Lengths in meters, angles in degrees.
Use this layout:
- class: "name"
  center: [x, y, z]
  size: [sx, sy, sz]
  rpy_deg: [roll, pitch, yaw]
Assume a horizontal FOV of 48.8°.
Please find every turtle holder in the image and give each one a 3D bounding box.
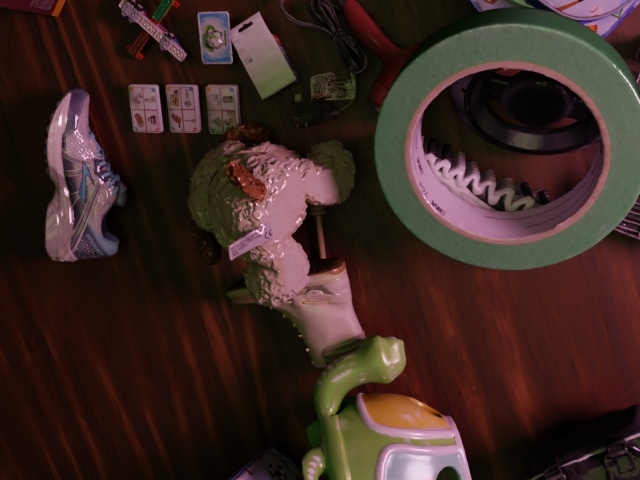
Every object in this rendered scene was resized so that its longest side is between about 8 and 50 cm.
- class: "turtle holder"
  center: [0.096, 0.323, 1.064]
  size: [0.227, 0.243, 0.320]
  rpy_deg: [-13, 67, 2]

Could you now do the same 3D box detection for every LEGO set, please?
- class: "LEGO set"
  center: [-0.215, -0.291, 1.093]
  size: [0.182, 0.060, 0.244]
  rpy_deg: [3, 113, 12]

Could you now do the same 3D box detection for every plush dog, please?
- class: "plush dog"
  center: [-0.112, -0.063, 1.020]
  size: [0.225, 0.210, 0.262]
  rpy_deg: [18, 81, 48]

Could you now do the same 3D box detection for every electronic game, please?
- class: "electronic game"
  center: [0.286, -0.189, 0.925]
  size: [0.229, 0.229, 0.048]
  rpy_deg: [13, 60, 10]

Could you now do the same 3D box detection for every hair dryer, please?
- class: "hair dryer"
  center: [0.086, -0.274, 0.998]
  size: [0.293, 0.080, 0.224]
  rpy_deg: [-1, 93, 5]

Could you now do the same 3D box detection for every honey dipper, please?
- class: "honey dipper"
  center: [0.000, 0.000, 1.104]
  size: [0.030, 0.030, 0.161]
  rpy_deg: [-3, 102, 13]

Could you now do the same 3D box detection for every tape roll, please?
- class: "tape roll"
  center: [0.228, -0.115, 0.869]
  size: [0.321, 0.077, 0.321]
  rpy_deg: [9, 123, 14]

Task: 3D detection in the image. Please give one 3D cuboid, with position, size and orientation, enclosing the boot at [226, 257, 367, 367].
- class: "boot"
  center: [-0.037, 0.121, 1.112]
  size: [0.213, 0.077, 0.165]
  rpy_deg: [-11, 109, 27]

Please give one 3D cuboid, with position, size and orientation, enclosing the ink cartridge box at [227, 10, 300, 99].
- class: "ink cartridge box"
  center: [-0.086, -0.278, 1.066]
  size: [0.063, 0.029, 0.115]
  rpy_deg: [-27, 93, 16]

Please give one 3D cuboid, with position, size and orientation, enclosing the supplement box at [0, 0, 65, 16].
- class: "supplement box"
  center: [-0.485, -0.445, 1.034]
  size: [0.191, 0.194, 0.129]
  rpy_deg: [35, 107, 3]

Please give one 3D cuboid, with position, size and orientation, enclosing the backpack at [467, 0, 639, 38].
- class: "backpack"
  center: [0.308, -0.363, 0.878]
  size: [0.276, 0.213, 0.263]
  rpy_deg: [40, 117, -1]

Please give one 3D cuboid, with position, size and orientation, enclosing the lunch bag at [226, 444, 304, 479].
- class: "lunch bag"
  center: [-0.152, 0.456, 1.086]
  size: [0.115, 0.303, 0.243]
  rpy_deg: [46, 108, 14]

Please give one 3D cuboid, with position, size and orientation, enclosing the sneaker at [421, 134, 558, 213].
- class: "sneaker"
  center: [0.202, -0.059, 1.013]
  size: [0.292, 0.110, 0.118]
  rpy_deg: [28, 115, 6]

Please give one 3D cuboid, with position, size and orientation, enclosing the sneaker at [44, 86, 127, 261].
- class: "sneaker"
  center: [-0.371, -0.104, 1.142]
  size: [0.122, 0.110, 0.283]
  rpy_deg: [4, 105, -6]

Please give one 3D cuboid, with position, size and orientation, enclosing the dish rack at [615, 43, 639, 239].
- class: "dish rack"
  center: [0.489, -0.125, 0.934]
  size: [0.208, 0.074, 0.272]
  rpy_deg: [21, 109, 21]

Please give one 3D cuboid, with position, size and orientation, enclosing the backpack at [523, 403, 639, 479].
- class: "backpack"
  center: [0.432, 0.382, 1.001]
  size: [0.225, 0.191, 0.253]
  rpy_deg: [-32, 86, 19]
